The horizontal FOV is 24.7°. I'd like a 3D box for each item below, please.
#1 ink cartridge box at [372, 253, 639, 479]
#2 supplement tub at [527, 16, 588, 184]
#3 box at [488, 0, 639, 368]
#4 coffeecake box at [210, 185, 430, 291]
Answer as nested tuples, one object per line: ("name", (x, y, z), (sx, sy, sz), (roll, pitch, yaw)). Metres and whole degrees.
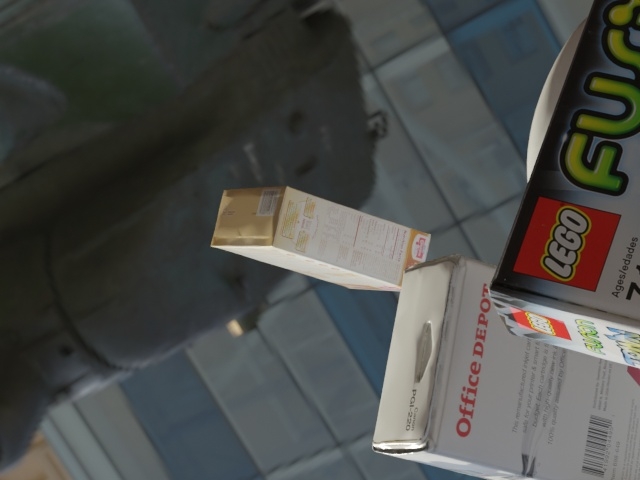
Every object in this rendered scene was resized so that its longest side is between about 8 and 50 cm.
("ink cartridge box", (0.164, 0.117, 1.180), (0.092, 0.218, 0.158), (-16, -120, 61))
("supplement tub", (0.370, -0.060, 1.240), (0.331, 0.241, 0.241), (24, -132, 34))
("box", (0.135, -0.057, 0.416), (0.114, 0.036, 0.207), (14, -109, 23))
("coffeecake box", (0.000, 0.000, 1.566), (0.142, 0.185, 0.068), (0, -106, 59))
